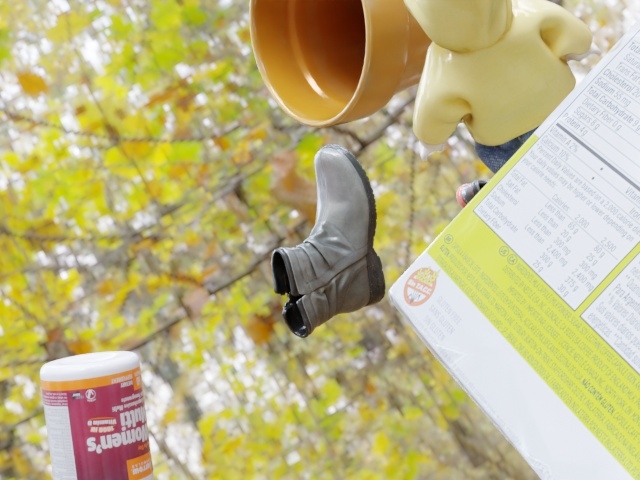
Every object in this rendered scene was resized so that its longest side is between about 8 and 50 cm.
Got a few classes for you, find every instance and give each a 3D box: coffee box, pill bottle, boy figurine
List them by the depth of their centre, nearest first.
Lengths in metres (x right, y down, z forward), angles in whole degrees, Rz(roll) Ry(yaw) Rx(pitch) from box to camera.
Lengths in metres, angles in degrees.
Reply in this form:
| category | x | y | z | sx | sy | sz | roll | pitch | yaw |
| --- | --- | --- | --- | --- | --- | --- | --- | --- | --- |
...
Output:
| category | x | y | z | sx | sy | sz | roll | pitch | yaw |
| --- | --- | --- | --- | --- | --- | --- | --- | --- | --- |
| coffee box | 0.326 | 0.076 | 0.891 | 0.334 | 0.338 | 0.338 | -48 | -52 | 7 |
| boy figurine | 0.145 | -0.136 | 1.088 | 0.177 | 0.092 | 0.285 | -36 | -50 | 7 |
| pill bottle | -0.267 | 0.251 | 1.568 | 0.121 | 0.221 | 0.121 | -7 | 3 | 0 |

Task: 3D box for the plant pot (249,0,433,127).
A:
| category | x | y | z | sx | sy | sz | roll | pitch | yaw |
| --- | --- | --- | --- | --- | --- | --- | --- | --- | --- |
| plant pot | 0.059 | -0.233 | 1.366 | 0.188 | 0.205 | 0.205 | -13 | -29 | -35 |

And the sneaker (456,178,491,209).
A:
| category | x | y | z | sx | sy | sz | roll | pitch | yaw |
| --- | --- | --- | --- | --- | --- | --- | --- | --- | --- |
| sneaker | 0.291 | -0.067 | 1.992 | 0.158 | 0.061 | 0.065 | -1 | -19 | -23 |

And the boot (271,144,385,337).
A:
| category | x | y | z | sx | sy | sz | roll | pitch | yaw |
| --- | --- | --- | --- | --- | --- | --- | --- | --- | --- |
| boot | 0.000 | 0.000 | 1.787 | 0.161 | 0.246 | 0.083 | -19 | 10 | -39 |
